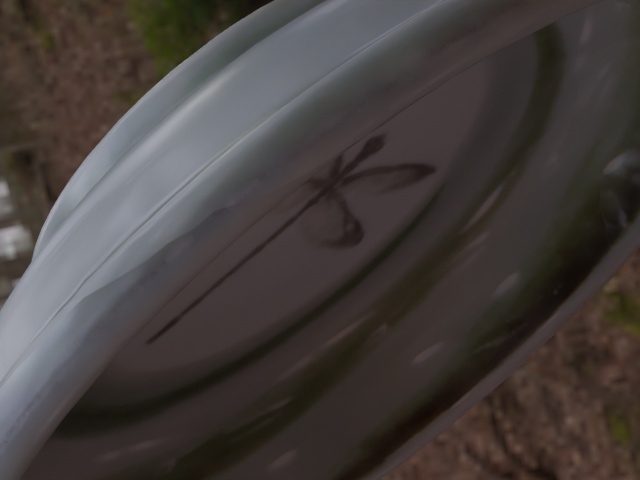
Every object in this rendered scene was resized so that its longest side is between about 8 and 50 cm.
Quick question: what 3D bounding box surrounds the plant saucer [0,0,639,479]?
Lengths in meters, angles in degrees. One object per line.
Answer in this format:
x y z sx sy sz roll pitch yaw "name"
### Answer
0.000 0.000 0.777 0.100 0.400 0.400 50 -177 19 "plant saucer"
